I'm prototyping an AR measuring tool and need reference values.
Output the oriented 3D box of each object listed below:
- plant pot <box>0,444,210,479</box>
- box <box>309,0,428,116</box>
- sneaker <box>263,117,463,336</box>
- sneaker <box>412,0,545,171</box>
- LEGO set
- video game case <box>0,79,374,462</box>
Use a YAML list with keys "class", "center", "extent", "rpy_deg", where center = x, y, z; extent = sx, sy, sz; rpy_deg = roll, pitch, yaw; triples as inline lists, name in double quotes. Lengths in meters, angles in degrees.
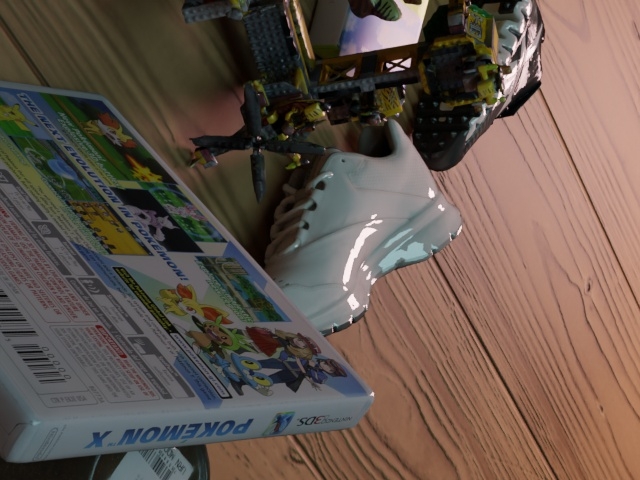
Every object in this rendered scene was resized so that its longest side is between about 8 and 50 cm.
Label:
- class: "plant pot"
  center: [-0.189, 0.138, 1.049]
  extent: [0.215, 0.230, 0.215]
  rpy_deg: [-8, 100, -52]
- class: "box"
  center: [0.048, -0.211, 1.469]
  extent: [0.109, 0.042, 0.178]
  rpy_deg: [29, 72, -49]
- class: "sneaker"
  center: [0.000, 0.000, 1.406]
  extent: [0.297, 0.111, 0.129]
  rpy_deg: [-40, 109, -47]
- class: "sneaker"
  center: [0.163, -0.148, 1.599]
  extent: [0.106, 0.078, 0.234]
  rpy_deg: [50, 54, -40]
- class: "LEGO set"
  center: [0.009, -0.188, 1.246]
  extent: [0.192, 0.254, 0.331]
  rpy_deg: [-80, 165, -54]
- class: "video game case"
  center: [-0.158, 0.003, 1.031]
  extent: [0.300, 0.329, 0.036]
  rpy_deg: [3, 127, -52]
